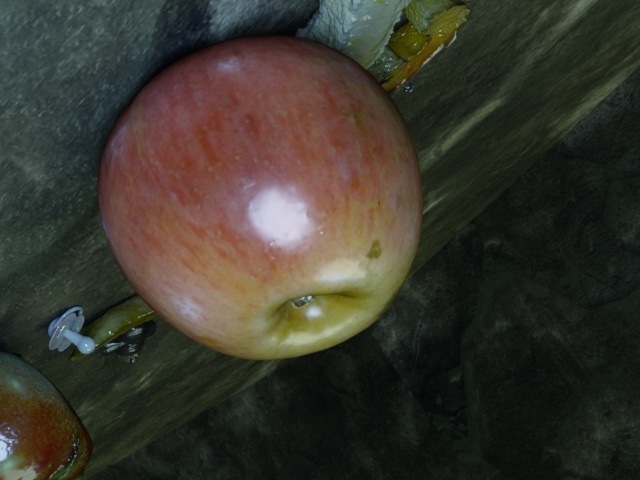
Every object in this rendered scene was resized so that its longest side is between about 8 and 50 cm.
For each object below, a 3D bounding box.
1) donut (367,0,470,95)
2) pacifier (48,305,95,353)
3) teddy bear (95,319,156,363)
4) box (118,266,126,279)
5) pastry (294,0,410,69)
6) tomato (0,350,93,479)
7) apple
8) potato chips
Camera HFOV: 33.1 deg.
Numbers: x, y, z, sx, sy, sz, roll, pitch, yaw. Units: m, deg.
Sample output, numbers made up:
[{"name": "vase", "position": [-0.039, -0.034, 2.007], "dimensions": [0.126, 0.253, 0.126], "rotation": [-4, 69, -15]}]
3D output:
[{"name": "donut", "position": [0.123, -0.277, 1.476], "dimensions": [0.181, 0.078, 0.146], "rotation": [-48, 165, 27]}, {"name": "pacifier", "position": [-0.397, 0.152, 1.744], "dimensions": [0.081, 0.078, 0.099], "rotation": [-56, 169, -3]}, {"name": "teddy bear", "position": [-0.359, 0.190, 2.003], "dimensions": [0.119, 0.078, 0.160], "rotation": [-24, 166, -30]}, {"name": "box", "position": [-0.179, -0.017, 1.638], "dimensions": [0.215, 0.086, 0.215], "rotation": [-27, 167, -33]}, {"name": "pastry", "position": [0.037, -0.266, 1.245], "dimensions": [0.121, 0.089, 0.258], "rotation": [-15, 158, -27]}, {"name": "tomato", "position": [-0.504, 0.299, 1.625], "dimensions": [0.303, 0.239, 0.303], "rotation": [-29, 166, -8]}, {"name": "apple", "position": [-0.059, -0.039, 1.203], "dimensions": [0.364, 0.364, 0.364], "rotation": [-33, 169, -7]}, {"name": "potato chips", "position": [-0.274, 0.116, 1.942], "dimensions": [0.407, 0.080, 0.057], "rotation": [-19, 175, -33]}]
